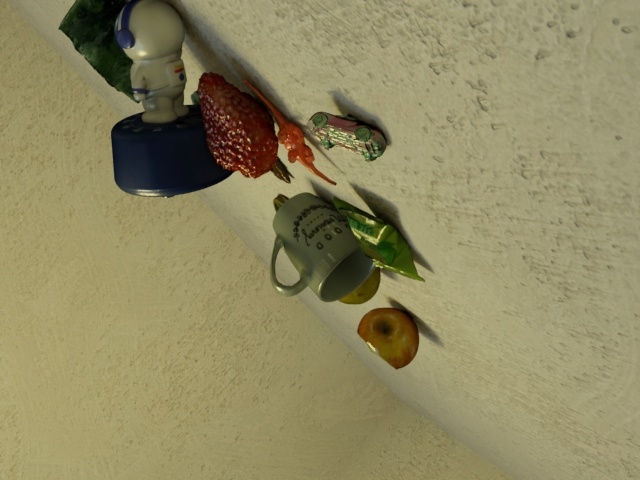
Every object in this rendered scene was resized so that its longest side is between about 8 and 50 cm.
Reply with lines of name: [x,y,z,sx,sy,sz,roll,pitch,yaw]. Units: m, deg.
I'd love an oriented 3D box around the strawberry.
strawberry: [-0.150,-0.226,1.457,0.106,0.175,0.236,7,166,39]

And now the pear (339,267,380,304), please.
pear: [0.082,0.091,1.856,0.149,0.149,0.162,36,163,33]

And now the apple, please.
apple: [0.204,0.280,2.098,0.195,0.160,0.173,47,165,31]

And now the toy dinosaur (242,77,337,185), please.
toy dinosaur: [-0.064,-0.211,1.442,0.280,0.055,0.101,55,-176,-21]

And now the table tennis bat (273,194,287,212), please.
table tennis bat: [-0.078,-0.024,2.175,0.198,0.050,0.321,53,166,17]

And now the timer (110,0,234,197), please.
timer: [-0.330,-0.309,1.495,0.270,0.270,0.384,29,132,52]

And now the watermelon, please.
watermelon: [-0.497,-0.504,1.730,0.264,0.151,0.302,47,-173,-36]

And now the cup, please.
cup: [-0.027,0.023,1.707,0.234,0.258,0.186,45,153,27]

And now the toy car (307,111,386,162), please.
toy car: [0.045,-0.178,1.184,0.142,0.055,0.069,21,161,27]

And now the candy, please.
candy: [0.127,-0.002,1.533,0.149,0.069,0.246,26,156,44]

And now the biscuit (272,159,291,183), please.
biscuit: [-0.120,-0.196,1.813,0.119,0.019,0.130,38,169,27]

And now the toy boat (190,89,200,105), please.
toy boat: [-0.262,-0.253,1.807,0.145,0.133,0.332,40,169,12]
